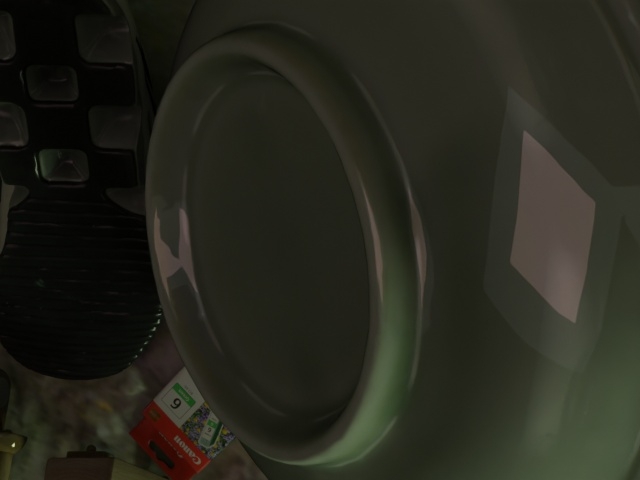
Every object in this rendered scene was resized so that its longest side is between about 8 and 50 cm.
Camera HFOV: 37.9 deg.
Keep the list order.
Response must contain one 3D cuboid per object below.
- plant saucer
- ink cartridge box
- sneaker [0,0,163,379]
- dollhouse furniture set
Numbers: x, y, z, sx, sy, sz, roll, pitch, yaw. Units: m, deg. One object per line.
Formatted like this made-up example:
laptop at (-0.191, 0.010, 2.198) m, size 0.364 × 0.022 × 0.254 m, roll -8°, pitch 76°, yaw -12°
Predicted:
plant saucer at (0.000, 0.000, 0.482) m, size 0.400 × 0.100 × 0.400 m, roll 21°, pitch 116°, yaw 50°
ink cartridge box at (-0.094, 0.132, 0.683) m, size 0.063 × 0.029 × 0.115 m, roll 45°, pitch 109°, yaw 5°
sneaker at (-0.160, -0.050, 0.638) m, size 0.122 × 0.146 × 0.330 m, roll 6°, pitch 126°, yaw -8°
dollhouse furniture set at (-0.191, 0.128, 0.671) m, size 0.151 × 0.144 × 0.123 m, roll -5°, pitch 65°, yaw 16°
